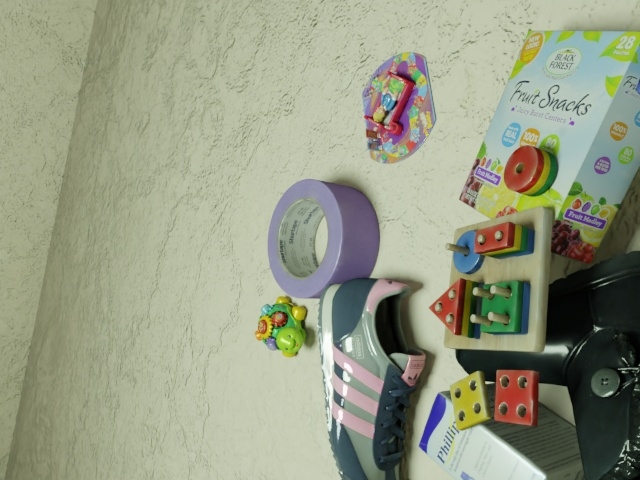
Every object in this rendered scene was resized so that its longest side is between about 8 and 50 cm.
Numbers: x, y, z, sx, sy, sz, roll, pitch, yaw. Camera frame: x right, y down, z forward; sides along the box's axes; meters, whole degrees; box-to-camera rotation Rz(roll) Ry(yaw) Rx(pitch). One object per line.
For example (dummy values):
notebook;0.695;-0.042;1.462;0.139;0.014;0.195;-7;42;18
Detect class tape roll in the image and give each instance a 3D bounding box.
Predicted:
tape roll;0.000;0.000;0.894;0.189;0.080;0.189;-9;78;50

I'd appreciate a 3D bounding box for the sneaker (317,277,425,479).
sneaker;0.082;0.205;0.750;0.131;0.112;0.319;-15;79;33

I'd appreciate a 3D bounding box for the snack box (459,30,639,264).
snack box;0.247;-0.106;0.580;0.174;0.070;0.207;-126;54;-66

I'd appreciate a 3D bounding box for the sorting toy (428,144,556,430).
sorting toy;0.156;0.048;0.546;0.132;0.046;0.274;160;121;-65

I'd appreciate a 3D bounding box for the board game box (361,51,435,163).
board game box;0.103;-0.202;0.834;0.133;0.033;0.168;-22;69;47

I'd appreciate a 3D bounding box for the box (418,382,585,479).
box;0.200;0.219;0.589;0.137;0.126;0.072;33;112;48

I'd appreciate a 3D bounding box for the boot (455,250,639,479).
boot;0.235;0.144;0.525;0.246;0.094;0.207;-35;32;36

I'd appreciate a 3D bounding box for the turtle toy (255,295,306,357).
turtle toy;-0.068;0.154;0.964;0.130;0.066;0.095;23;103;49

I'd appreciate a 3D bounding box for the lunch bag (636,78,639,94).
lunch bag;0.422;-0.173;0.266;0.385;0.239;0.328;27;116;27
